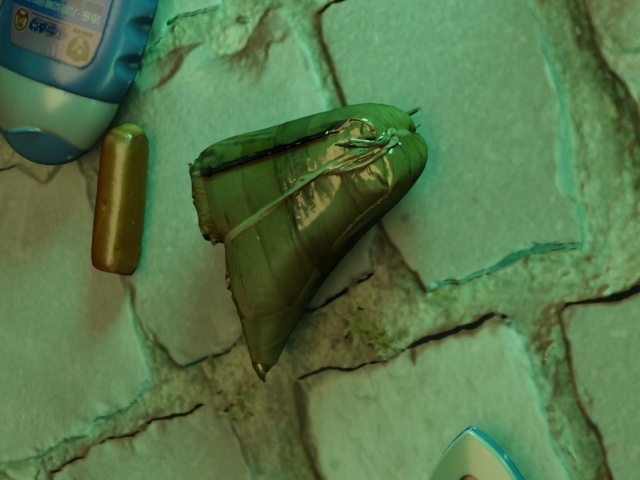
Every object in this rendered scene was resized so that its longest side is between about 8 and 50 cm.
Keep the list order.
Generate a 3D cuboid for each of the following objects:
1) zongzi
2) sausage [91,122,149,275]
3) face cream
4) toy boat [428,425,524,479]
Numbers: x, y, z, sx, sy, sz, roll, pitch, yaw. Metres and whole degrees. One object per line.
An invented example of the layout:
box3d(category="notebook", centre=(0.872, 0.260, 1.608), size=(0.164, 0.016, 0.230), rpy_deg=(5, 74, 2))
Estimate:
box3d(category="zongzi", centre=(0.000, 0.000, 1.047), size=(0.194, 0.099, 0.197), rpy_deg=(-16, 84, 30))
box3d(category="sausage", centre=(-0.173, -0.036, 1.158), size=(0.039, 0.041, 0.131), rpy_deg=(10, 96, 45))
box3d(category="face cream", centre=(-0.211, -0.193, 1.146), size=(0.149, 0.083, 0.264), rpy_deg=(22, 101, 25))
box3d(category="toy boat", centre=(0.124, 0.288, 1.012), size=(0.129, 0.088, 0.295), rpy_deg=(-4, 91, 24))
